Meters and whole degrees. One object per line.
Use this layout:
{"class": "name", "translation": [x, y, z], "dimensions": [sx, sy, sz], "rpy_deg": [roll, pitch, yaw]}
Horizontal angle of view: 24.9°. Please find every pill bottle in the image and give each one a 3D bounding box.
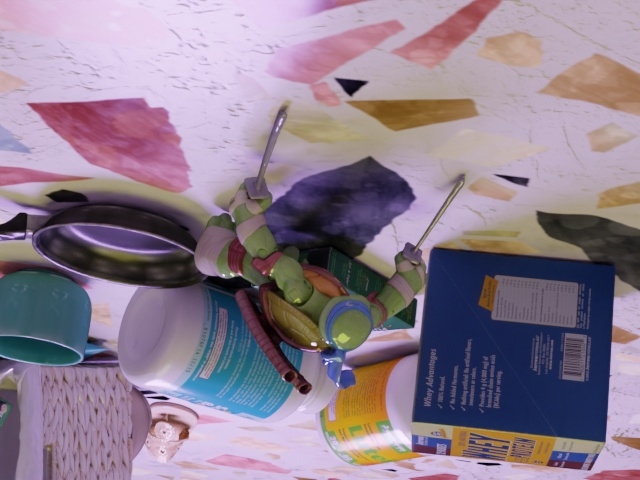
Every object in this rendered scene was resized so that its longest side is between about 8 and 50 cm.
{"class": "pill bottle", "translation": [0.115, 0.225, 1.949], "dimensions": [0.136, 0.136, 0.245], "rpy_deg": [20, 156, -32]}
{"class": "pill bottle", "translation": [-0.105, 0.138, 1.776], "dimensions": [0.264, 0.146, 0.146], "rpy_deg": [22, 155, -34]}

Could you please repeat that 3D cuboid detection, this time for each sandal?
{"class": "sandal", "translation": [-0.260, 0.342, 2.467], "dimensions": [0.088, 0.079, 0.240], "rpy_deg": [9, 159, -7]}

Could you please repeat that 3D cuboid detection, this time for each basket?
{"class": "basket", "translation": [-0.470, 0.335, 2.094], "dimensions": [0.331, 0.328, 0.266], "rpy_deg": [-3, 175, 27]}

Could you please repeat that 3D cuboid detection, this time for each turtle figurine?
{"class": "turtle figurine", "translation": [0.000, 0.000, 1.441], "dimensions": [0.197, 0.275, 0.266], "rpy_deg": [-8, -171, -27]}

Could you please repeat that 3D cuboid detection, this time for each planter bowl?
{"class": "planter bowl", "translation": [-0.329, 0.280, 2.246], "dimensions": [0.162, 0.162, 0.109], "rpy_deg": [-4, -177, 26]}

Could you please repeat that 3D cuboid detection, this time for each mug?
{"class": "mug", "translation": [-0.353, 0.095, 1.811], "dimensions": [0.129, 0.097, 0.158], "rpy_deg": [12, 160, -15]}

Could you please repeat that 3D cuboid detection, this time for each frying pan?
{"class": "frying pan", "translation": [-0.281, 0.004, 1.612], "dimensions": [0.326, 0.053, 0.197], "rpy_deg": [4, 160, 12]}

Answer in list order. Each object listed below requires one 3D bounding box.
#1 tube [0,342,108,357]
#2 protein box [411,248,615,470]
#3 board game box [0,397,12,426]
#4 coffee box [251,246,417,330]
{"class": "tube", "translation": [-0.410, 0.147, 2.047], "dimensions": [0.207, 0.052, 0.080], "rpy_deg": [10, 169, -26]}
{"class": "protein box", "translation": [0.207, 0.131, 1.578], "dimensions": [0.201, 0.200, 0.136], "rpy_deg": [5, 159, 6]}
{"class": "board game box", "translation": [-0.581, 0.147, 1.902], "dimensions": [0.317, 0.046, 0.213], "rpy_deg": [24, 175, 35]}
{"class": "coffee box", "translation": [0.019, 0.061, 1.679], "dimensions": [0.113, 0.040, 0.184], "rpy_deg": [-9, 154, 36]}
